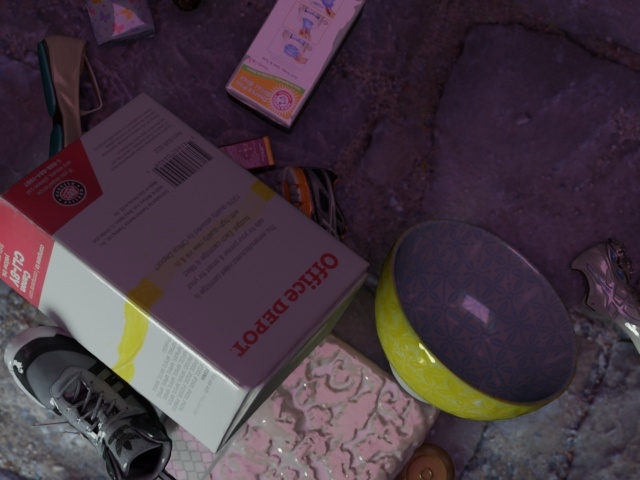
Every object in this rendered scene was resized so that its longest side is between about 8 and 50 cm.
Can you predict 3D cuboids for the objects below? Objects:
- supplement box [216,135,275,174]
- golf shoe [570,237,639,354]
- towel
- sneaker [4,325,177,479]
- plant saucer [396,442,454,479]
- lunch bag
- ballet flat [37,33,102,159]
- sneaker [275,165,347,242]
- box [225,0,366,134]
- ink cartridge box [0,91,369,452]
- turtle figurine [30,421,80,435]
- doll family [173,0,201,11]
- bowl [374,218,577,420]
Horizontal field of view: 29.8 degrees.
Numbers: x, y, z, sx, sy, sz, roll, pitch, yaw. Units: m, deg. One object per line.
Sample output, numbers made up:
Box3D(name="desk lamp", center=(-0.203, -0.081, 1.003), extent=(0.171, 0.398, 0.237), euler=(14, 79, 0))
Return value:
Box3D(name="supplement box", center=(-0.106, -0.113, 1.661), extent=(0.083, 0.055, 0.043), euler=(-13, 87, -2))
Box3D(name="golf shoe", center=(0.409, 0.089, 1.669), extent=(0.086, 0.069, 0.176), euler=(-23, 85, 18))
Box3D(name="towel", center=(-0.052, 0.276, 1.648), extent=(0.317, 0.053, 0.332), euler=(36, 89, 1))
Box3D(name="sneaker", center=(-0.272, 0.214, 1.498), extent=(0.101, 0.153, 0.268), euler=(-46, 128, -4))
Box3D(name="plant saucer", center=(0.146, 0.324, 1.669), extent=(0.083, 0.015, 0.083), euler=(0, 88, -1))
Box3D(name="lunch bag", center=(-0.278, -0.310, 1.666), extent=(0.083, 0.053, 0.071), euler=(-17, 88, -13))
Box3D(name="ballet flat", center=(-0.337, -0.162, 1.651), extent=(0.086, 0.086, 0.248), euler=(-5, 87, -1))
Box3D(name="sneaker", center=(0.000, 0.000, 1.650), extent=(0.083, 0.084, 0.215), euler=(-13, 101, -34))
Box3D(name="box", center=(-0.035, -0.258, 1.637), extent=(0.103, 0.114, 0.203), euler=(31, 88, -1))
Box3D(name="ink cartridge box", center=(-0.177, 0.034, 1.512), extent=(0.384, 0.160, 0.279), euler=(38, 47, 9))
Box3D(name="turtle figurine", center=(-0.298, 0.149, 1.614), extent=(0.234, 0.118, 0.175), euler=(-21, 123, -14))
Box3D(name="doll family", center=(-0.239, -0.411, 1.612), extent=(0.263, 0.118, 0.163), euler=(24, 65, 2))
Box3D(name="bowl", center=(0.177, 0.130, 1.590), extent=(0.289, 0.289, 0.156), euler=(39, 130, 0))
